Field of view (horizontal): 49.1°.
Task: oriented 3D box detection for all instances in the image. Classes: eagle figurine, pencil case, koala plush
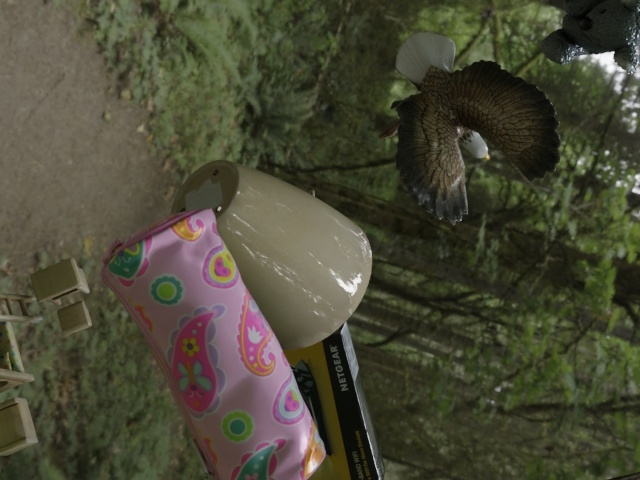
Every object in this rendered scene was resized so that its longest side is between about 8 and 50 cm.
[{"bbox_3d":[0.232,-0.192,1.162,0.298,0.225,0.226,-105,-150,-57],"label":"eagle figurine"},{"bbox_3d":[-0.099,0.113,0.662,0.124,0.124,0.284,-60,126,-80],"label":"pencil case"},{"bbox_3d":[0.584,-0.439,1.395,0.221,0.203,0.196,-101,-167,-67],"label":"koala plush"}]

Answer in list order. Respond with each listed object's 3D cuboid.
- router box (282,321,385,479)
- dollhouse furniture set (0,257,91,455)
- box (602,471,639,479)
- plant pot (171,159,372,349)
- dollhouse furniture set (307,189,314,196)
[{"bbox_3d":[-0.034,0.325,1.302,0.081,0.243,0.308,-49,124,-75],"label":"router box"},{"bbox_3d":[-0.336,0.129,0.804,0.101,0.161,0.182,73,-6,-73],"label":"dollhouse furniture set"},{"bbox_3d":[0.527,0.354,0.913,0.201,0.293,0.057,-55,126,-78],"label":"box"},{"bbox_3d":[-0.096,0.003,1.100,0.274,0.256,0.256,42,59,-45],"label":"plant pot"},{"bbox_3d":[0.000,0.000,1.476,0.144,0.151,0.123,-34,-133,43],"label":"dollhouse furniture set"}]
